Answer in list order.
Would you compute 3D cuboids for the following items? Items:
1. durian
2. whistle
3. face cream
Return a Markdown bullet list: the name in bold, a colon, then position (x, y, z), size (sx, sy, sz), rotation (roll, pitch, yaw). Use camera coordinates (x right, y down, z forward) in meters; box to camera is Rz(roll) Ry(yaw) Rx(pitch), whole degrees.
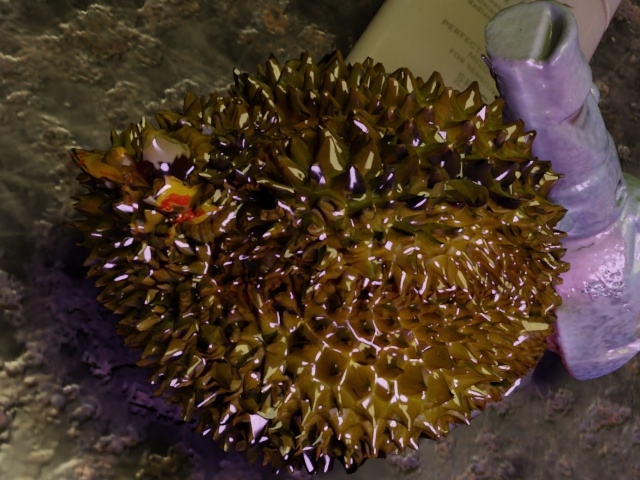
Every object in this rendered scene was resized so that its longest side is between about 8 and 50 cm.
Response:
- **durian**: position (-0.001, 0.008, 0.866), size (0.293, 0.258, 0.258), rotation (-9, 73, -22)
- **whistle**: position (0.177, -0.022, 0.996), size (0.142, 0.134, 0.346), rotation (-46, 139, -16)
- **face cream**: position (0.142, -0.173, 1.138), size (0.173, 0.081, 0.348), rotation (45, 51, -15)
